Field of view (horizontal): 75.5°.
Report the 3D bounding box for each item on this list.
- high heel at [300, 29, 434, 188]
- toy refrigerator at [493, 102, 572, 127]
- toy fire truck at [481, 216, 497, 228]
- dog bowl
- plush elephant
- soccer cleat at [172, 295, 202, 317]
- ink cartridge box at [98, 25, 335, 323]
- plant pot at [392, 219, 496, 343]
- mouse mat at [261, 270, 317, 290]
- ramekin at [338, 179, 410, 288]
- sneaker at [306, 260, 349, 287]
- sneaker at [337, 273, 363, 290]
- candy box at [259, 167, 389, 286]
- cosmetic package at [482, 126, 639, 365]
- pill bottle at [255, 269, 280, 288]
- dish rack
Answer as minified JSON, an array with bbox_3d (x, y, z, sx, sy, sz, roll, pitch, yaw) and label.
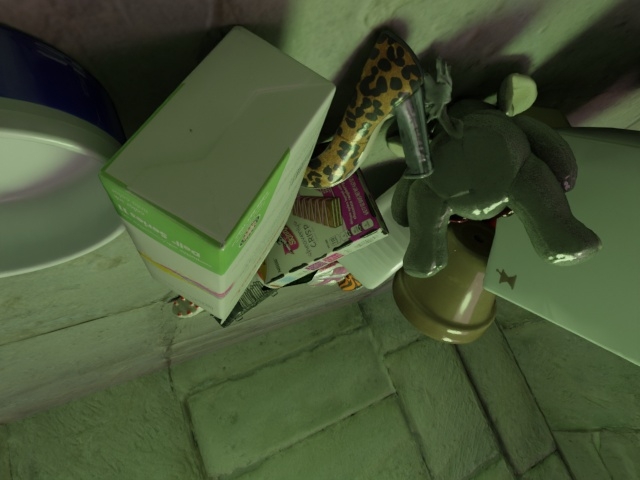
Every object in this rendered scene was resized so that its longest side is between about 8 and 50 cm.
[{"bbox_3d":[0.018,-0.169,0.567,0.261,0.186,0.093,0,-142,28],"label":"high heel"},{"bbox_3d":[0.424,-0.213,0.870,0.269,0.094,0.102,-9,160,-37],"label":"toy refrigerator"},{"bbox_3d":[0.421,-0.120,1.120,0.254,0.169,0.302,-43,178,-36],"label":"toy fire truck"},{"bbox_3d":[-0.310,-0.059,0.368,0.264,0.104,0.265,-21,164,-6],"label":"dog bowl"},{"bbox_3d":[0.248,-0.128,0.670,0.271,0.330,0.255,-16,-168,32],"label":"plush elephant"},{"bbox_3d":[-0.329,0.164,1.171,0.196,0.068,0.076,-29,167,12],"label":"soccer cleat"},{"bbox_3d":[-0.114,-0.036,0.507,0.207,0.119,0.353,-60,180,-26],"label":"ink cartridge box"},{"bbox_3d":[0.331,0.074,0.989,0.262,0.263,0.229,-13,139,-30],"label":"plant pot"},{"bbox_3d":[-0.064,0.080,1.134,0.152,0.007,0.190,-13,-162,24],"label":"mouse mat"},{"bbox_3d":[0.160,-0.015,0.937,0.277,0.135,0.277,-41,173,-6],"label":"ramekin"},{"bbox_3d":[0.046,0.070,1.253,0.252,0.103,0.111,-16,144,7],"label":"sneaker"},{"bbox_3d":[0.100,0.077,1.399,0.180,0.125,0.321,-6,147,-34],"label":"sneaker"},{"bbox_3d":[-0.016,-0.034,0.750,0.233,0.159,0.071,-27,162,17],"label":"candy box"},{"bbox_3d":[0.584,-0.026,0.773,0.393,0.327,0.330,-12,117,-33],"label":"cosmetic package"},{"bbox_3d":[-0.069,0.032,0.995,0.108,0.108,0.193,-5,156,-48],"label":"pill bottle"},{"bbox_3d":[-0.202,0.168,1.300,0.271,0.074,0.208,-33,175,-33],"label":"dish rack"}]
